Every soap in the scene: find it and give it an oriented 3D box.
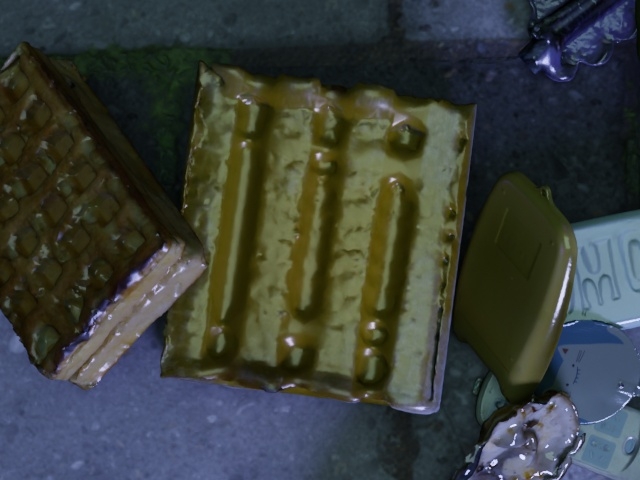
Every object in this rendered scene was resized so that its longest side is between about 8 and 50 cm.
[{"bbox_3d":[0.000,0.000,1.857,0.293,0.156,0.335,6,84,3],"label":"soap"},{"bbox_3d":[0.283,0.039,1.876,0.198,0.066,0.119,-12,82,3],"label":"soap"}]

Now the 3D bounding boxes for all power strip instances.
[{"bbox_3d":[0.266,0.192,1.879,0.227,0.029,0.080,21,86,5],"label":"power strip"}]

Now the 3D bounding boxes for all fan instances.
[{"bbox_3d":[0.301,0.145,1.850,0.175,0.005,0.113,19,103,-4],"label":"fan"}]

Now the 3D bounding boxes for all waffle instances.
[{"bbox_3d":[-0.269,-0.023,1.840,0.213,0.091,0.308,-47,61,17],"label":"waffle"}]

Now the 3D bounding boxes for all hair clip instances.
[{"bbox_3d":[0.286,-0.256,1.916,0.195,0.052,0.124,-41,89,-6],"label":"hair clip"}]

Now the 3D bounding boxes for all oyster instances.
[{"bbox_3d":[0.128,0.275,1.835,0.345,0.129,0.078,-46,53,7],"label":"oyster"}]

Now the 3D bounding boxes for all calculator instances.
[{"bbox_3d":[0.191,0.043,1.801,0.033,0.236,0.157,-7,38,-28],"label":"calculator"}]

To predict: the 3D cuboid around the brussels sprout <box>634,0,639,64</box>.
[{"bbox_3d":[0.529,-0.239,1.745,0.425,0.342,0.361,-2,91,-7],"label":"brussels sprout"}]
